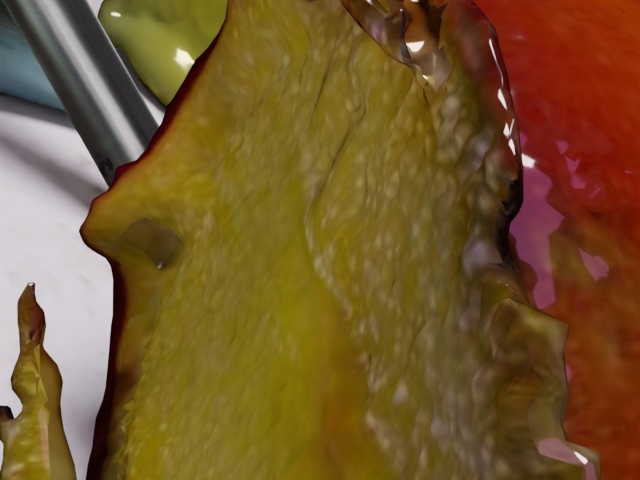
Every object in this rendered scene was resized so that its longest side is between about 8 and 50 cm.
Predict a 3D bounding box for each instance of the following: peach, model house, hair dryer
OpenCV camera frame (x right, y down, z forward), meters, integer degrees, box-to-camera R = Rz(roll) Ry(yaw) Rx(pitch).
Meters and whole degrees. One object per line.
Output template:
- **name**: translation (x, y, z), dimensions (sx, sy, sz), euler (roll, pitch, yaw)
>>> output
- **peach**: translation (0.049, 0.058, 0.523), dimensions (0.353, 0.339, 0.416), euler (32, 34, 3)
- **model house**: translation (-0.018, -0.170, 1.007), dimensions (0.193, 0.174, 0.234), euler (40, 21, 16)
- **hair dryer**: translation (-0.189, -0.115, 0.718), dimensions (0.320, 0.156, 0.284), euler (-27, 84, -36)

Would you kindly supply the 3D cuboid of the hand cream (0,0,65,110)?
- **hand cream**: translation (-0.265, -0.146, 0.823), dimensions (0.312, 0.070, 0.111), euler (14, 31, -35)
